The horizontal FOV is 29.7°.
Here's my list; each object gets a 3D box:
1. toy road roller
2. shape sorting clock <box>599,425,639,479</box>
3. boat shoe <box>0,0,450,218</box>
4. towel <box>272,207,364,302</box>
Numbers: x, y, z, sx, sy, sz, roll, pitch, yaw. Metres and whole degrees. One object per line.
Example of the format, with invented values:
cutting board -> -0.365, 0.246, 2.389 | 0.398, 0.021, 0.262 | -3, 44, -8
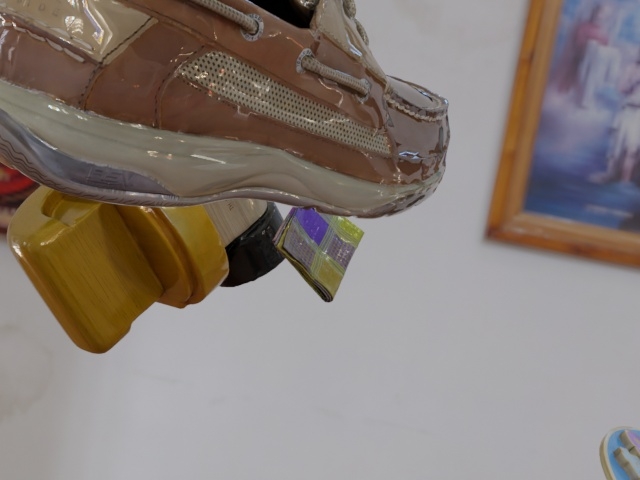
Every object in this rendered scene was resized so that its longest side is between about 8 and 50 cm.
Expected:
toy road roller -> -0.214, -0.025, 1.204 | 0.240, 0.203, 0.329 | -42, 31, -28
shape sorting clock -> 0.320, 0.233, 1.013 | 0.206, 0.040, 0.206 | 31, 27, -18
boat shoe -> -0.021, -0.082, 0.573 | 0.123, 0.116, 0.324 | 24, 14, 28
towel -> 0.000, 0.000, 0.838 | 0.060, 0.009, 0.083 | 47, 38, -15
